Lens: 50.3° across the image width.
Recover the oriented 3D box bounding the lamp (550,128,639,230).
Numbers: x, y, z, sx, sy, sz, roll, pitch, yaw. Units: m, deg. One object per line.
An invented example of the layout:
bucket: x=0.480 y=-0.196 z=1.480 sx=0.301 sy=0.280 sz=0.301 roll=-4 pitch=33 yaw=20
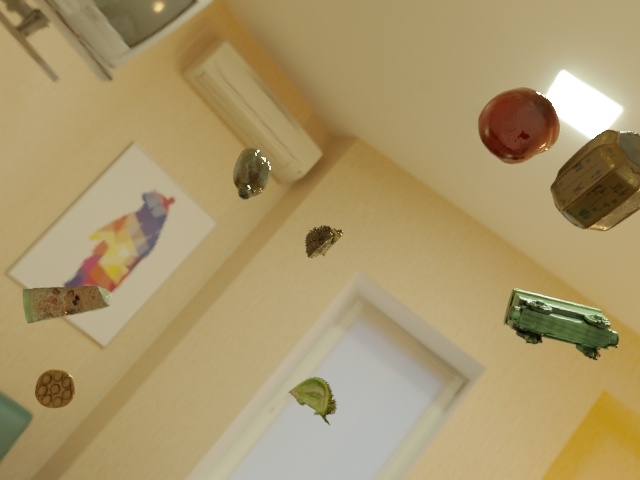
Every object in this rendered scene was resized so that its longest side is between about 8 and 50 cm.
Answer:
lamp: x=0.544 y=-0.112 z=1.300 sx=0.161 sy=0.161 sz=0.185 roll=40 pitch=-41 yaw=5

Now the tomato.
tomato: x=0.548 y=-0.324 z=1.825 sx=0.200 sy=0.233 sz=0.139 roll=57 pitch=-28 yaw=7

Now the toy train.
toy train: x=0.660 y=0.229 z=1.884 sx=0.301 sy=0.120 sz=0.202 roll=13 pitch=9 yaw=4

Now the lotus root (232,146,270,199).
lotus root: x=-0.195 y=-0.183 z=1.908 sx=0.088 sy=0.192 sz=0.113 roll=-20 pitch=-53 yaw=28

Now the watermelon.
watermelon: x=-0.649 y=0.164 z=1.806 sx=0.241 sy=0.094 sz=0.154 roll=-11 pitch=-13 yaw=26

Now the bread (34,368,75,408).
bread: x=-0.719 y=0.402 z=1.847 sx=0.110 sy=0.110 sz=0.024 roll=42 pitch=-5 yaw=-7

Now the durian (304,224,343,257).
durian: x=0.002 y=-0.002 z=1.775 sx=0.071 sy=0.111 sz=0.140 roll=60 pitch=-15 yaw=17

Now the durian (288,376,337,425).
durian: x=-0.007 y=0.458 z=1.949 sx=0.215 sy=0.100 sz=0.086 roll=19 pitch=-45 yaw=54
